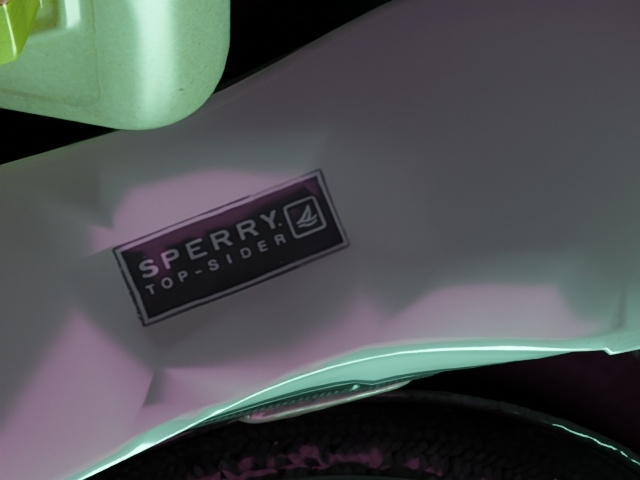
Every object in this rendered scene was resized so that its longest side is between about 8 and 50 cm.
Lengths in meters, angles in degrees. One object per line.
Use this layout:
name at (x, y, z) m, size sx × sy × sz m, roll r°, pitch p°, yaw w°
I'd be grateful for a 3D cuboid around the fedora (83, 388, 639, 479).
fedora at (0.020, 0.207, 0.567) m, size 0.334 × 0.152 × 0.334 m, roll -7°, pitch 118°, yaw -14°

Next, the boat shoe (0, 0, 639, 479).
boat shoe at (0.000, 0.000, 0.490) m, size 0.301 × 0.102 × 0.108 m, roll -21°, pitch 93°, yaw -11°

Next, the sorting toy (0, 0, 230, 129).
sorting toy at (-0.122, -0.093, 0.350) m, size 0.208 × 0.038 × 0.193 m, roll 7°, pitch 144°, yaw 2°
